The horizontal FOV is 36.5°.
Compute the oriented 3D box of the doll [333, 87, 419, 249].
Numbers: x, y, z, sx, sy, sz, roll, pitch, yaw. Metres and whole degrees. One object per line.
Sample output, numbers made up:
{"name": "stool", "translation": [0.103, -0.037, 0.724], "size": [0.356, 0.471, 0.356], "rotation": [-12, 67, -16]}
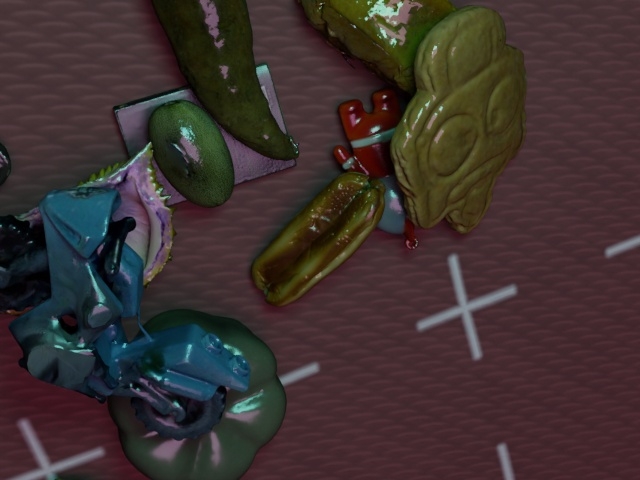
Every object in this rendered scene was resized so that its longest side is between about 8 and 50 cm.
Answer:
{"name": "doll", "translation": [0.104, -0.100, 1.445], "size": [0.142, 0.076, 0.245], "rotation": [-21, 106, -7]}

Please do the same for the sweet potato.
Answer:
{"name": "sweet potato", "translation": [-0.142, -0.282, 1.298], "size": [0.130, 0.130, 0.423], "rotation": [-24, 109, -7]}

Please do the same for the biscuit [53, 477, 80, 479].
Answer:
{"name": "biscuit", "translation": [-0.337, 0.422, 1.478], "size": [0.118, 0.061, 0.183], "rotation": [-23, 117, 37]}

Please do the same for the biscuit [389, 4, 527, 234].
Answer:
{"name": "biscuit", "translation": [0.207, -0.153, 1.386], "size": [0.269, 0.051, 0.376], "rotation": [-37, 138, -25]}

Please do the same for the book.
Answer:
{"name": "book", "translation": [-0.162, -0.147, 1.386], "size": [0.228, 0.024, 0.160], "rotation": [-18, 109, -9]}

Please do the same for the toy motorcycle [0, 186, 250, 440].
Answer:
{"name": "toy motorcycle", "translation": [-0.256, 0.088, 1.238], "size": [0.232, 0.172, 0.416], "rotation": [-41, 107, 19]}

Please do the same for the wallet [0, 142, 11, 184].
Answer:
{"name": "wallet", "translation": [-0.566, -0.148, 1.269], "size": [0.309, 0.042, 0.165], "rotation": [42, 94, -20]}

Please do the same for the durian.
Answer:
{"name": "durian", "translation": [-0.342, 0.006, 1.343], "size": [0.341, 0.112, 0.191], "rotation": [-27, 120, 3]}

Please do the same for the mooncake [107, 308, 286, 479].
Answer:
{"name": "mooncake", "translation": [-0.180, 0.239, 1.436], "size": [0.275, 0.135, 0.275], "rotation": [-3, 103, -16]}

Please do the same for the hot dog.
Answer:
{"name": "hot dog", "translation": [0.000, 0.000, 1.422], "size": [0.249, 0.068, 0.100], "rotation": [-43, 74, 19]}

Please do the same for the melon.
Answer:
{"name": "melon", "translation": [-0.175, -0.116, 1.326], "size": [0.099, 0.099, 0.162], "rotation": [-28, 112, -6]}

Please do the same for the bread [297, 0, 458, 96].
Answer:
{"name": "bread", "translation": [0.102, -0.303, 1.349], "size": [0.260, 0.147, 0.160], "rotation": [38, 96, -21]}
